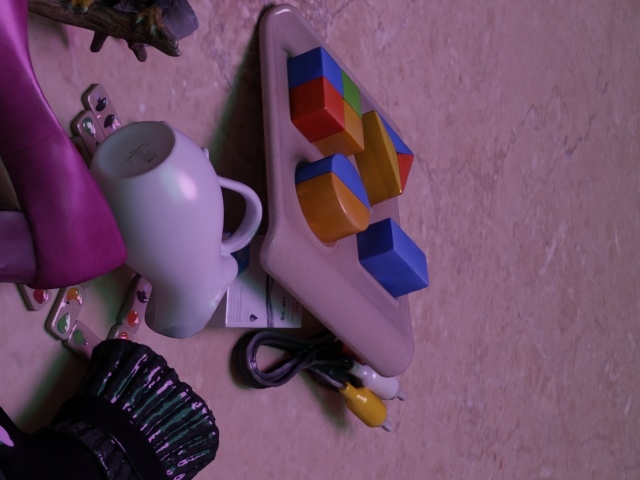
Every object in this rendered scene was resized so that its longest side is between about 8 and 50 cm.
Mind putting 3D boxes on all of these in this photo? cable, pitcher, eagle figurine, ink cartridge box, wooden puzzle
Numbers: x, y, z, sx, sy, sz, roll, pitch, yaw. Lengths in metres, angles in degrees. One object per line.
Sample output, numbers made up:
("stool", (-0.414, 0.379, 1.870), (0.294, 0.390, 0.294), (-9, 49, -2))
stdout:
("cable", (0.010, 0.134, 1.958), (0.287, 0.072, 0.139), (27, 64, -53))
("pitcher", (-0.136, -0.032, 1.635), (0.178, 0.125, 0.207), (-51, 142, -29))
("eagle figurine", (-0.148, -0.325, 1.563), (0.226, 0.225, 0.298), (25, 78, -42))
("ink cartridge box", (-0.072, 0.045, 1.841), (0.180, 0.060, 0.104), (4, 88, -56))
("wooden puzzle", (0.038, -0.060, 1.905), (0.322, 0.080, 0.347), (45, 37, -48))

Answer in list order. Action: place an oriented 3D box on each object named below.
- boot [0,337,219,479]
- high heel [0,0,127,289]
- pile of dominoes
("boot", (-0.238, 0.179, 1.532), (0.260, 0.131, 0.348), (-54, 144, -29))
("high heel", (-0.256, -0.140, 1.476), (0.181, 0.127, 0.377), (-6, 111, -33))
("pile of dominoes", (-0.205, -0.008, 1.661), (0.196, 0.040, 0.251), (48, 53, -46))
